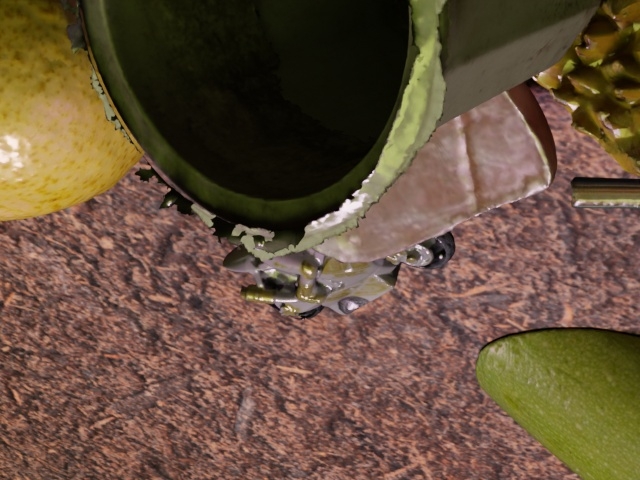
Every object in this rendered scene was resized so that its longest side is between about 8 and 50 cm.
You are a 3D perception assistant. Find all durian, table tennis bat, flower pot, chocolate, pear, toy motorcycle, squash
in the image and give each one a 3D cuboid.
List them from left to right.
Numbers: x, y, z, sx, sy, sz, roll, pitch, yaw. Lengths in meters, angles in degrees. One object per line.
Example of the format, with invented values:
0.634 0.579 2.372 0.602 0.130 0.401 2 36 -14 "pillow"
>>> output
-0.242 -0.139 1.180 0.271 0.271 0.271 12 146 9 "pear"
0.000 0.000 1.419 0.225 0.073 0.152 -22 128 42 "toy motorcycle"
0.025 -0.159 0.970 0.290 0.259 0.290 15 115 37 "flower pot"
0.063 -0.084 1.264 0.254 0.080 0.157 -24 112 41 "chocolate"
0.301 0.148 1.534 0.260 0.189 0.189 42 159 33 "squash"
0.236 -0.152 1.082 0.305 0.185 0.196 29 122 -3 "durian"
0.320 -0.032 1.173 0.274 0.154 0.021 2 100 11 "table tennis bat"
